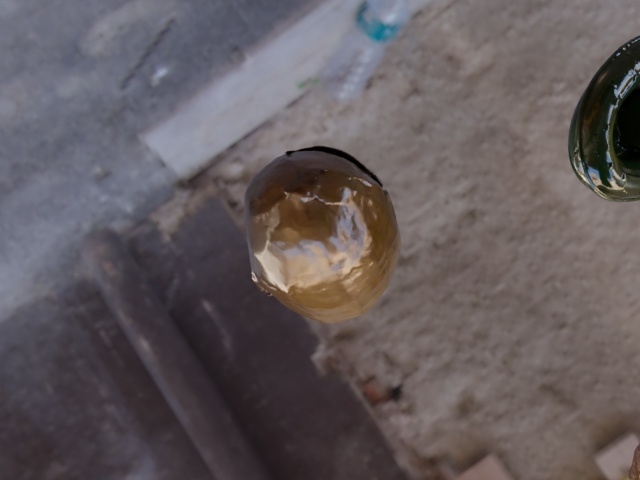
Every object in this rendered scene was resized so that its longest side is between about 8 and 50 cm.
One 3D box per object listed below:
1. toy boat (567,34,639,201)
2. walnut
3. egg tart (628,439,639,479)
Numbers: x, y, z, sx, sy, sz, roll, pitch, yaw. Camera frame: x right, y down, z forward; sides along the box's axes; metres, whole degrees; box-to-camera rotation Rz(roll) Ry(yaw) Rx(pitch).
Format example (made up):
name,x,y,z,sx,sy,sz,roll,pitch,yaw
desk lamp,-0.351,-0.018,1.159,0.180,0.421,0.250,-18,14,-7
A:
name,x,y,z,sx,sy,sz,roll,pitch,yaw
toy boat,0.230,-0.086,0.923,0.210,0.052,0.104,-21,113,-32
walnut,0.000,0.000,1.216,0.137,0.137,0.245,-32,158,-9
egg tart,0.246,0.217,0.790,0.116,0.295,0.295,-3,156,-5
